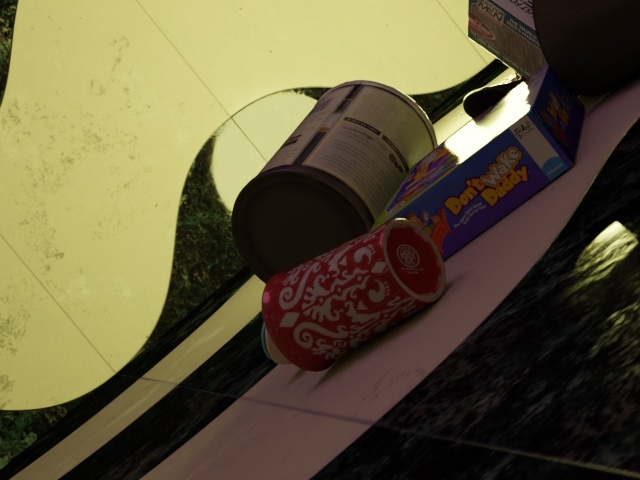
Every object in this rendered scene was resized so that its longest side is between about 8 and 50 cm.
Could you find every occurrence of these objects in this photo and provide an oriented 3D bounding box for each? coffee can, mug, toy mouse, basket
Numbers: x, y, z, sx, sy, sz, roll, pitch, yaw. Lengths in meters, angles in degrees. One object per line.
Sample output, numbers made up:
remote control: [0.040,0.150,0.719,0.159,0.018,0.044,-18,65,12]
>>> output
coffee can: [0.026,-0.071,1.967,0.201,0.201,0.275,-35,12,37]
mug: [0.044,0.043,1.488,0.169,0.113,0.150,-31,10,39]
toy mouse: [0.346,-0.280,2.726,0.143,0.031,0.161,-40,5,-8]
basket: [0.385,-0.295,1.745,0.154,0.204,0.227,-6,-3,-28]

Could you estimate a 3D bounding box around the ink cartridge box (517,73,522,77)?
ink cartridge box: [0.372,-0.321,2.114,0.218,0.158,0.092,-40,0,-18]

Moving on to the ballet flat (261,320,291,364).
ballet flat: [0.013,0.070,1.703,0.086,0.086,0.248,-36,4,32]

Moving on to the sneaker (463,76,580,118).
sneaker: [0.284,-0.202,1.991,0.170,0.051,0.089,-7,18,12]

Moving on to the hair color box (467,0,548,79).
hair color box: [0.383,-0.355,1.979,0.347,0.174,0.105,-35,-33,-22]

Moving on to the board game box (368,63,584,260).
board game box: [0.197,-0.089,1.743,0.233,0.078,0.347,-37,5,19]

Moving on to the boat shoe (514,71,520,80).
boat shoe: [0.429,-0.355,2.303,0.307,0.111,0.104,-34,8,49]
